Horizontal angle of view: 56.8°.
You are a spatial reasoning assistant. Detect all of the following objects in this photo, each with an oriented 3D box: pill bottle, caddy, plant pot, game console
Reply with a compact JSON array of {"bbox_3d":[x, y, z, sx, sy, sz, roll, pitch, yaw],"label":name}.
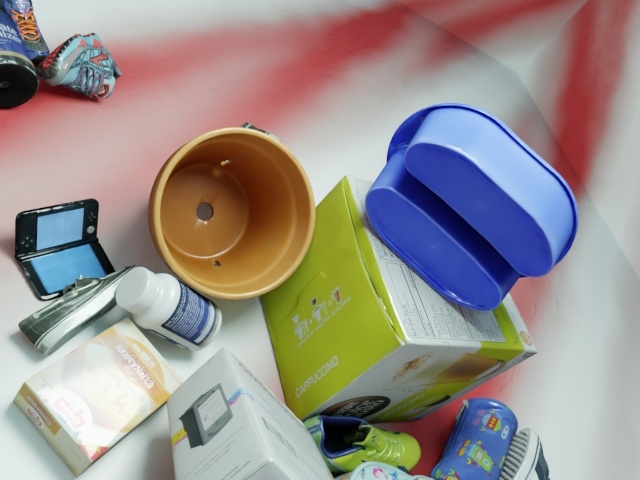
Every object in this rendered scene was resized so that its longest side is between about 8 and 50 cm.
[{"bbox_3d":[-0.623,-0.364,1.108,0.122,0.123,0.219,-9,61,-47],"label":"pill bottle"},{"bbox_3d":[0.240,-0.057,0.948,0.341,0.241,0.179,43,45,1],"label":"caddy"},{"bbox_3d":[-0.181,-0.050,1.079,0.290,0.203,0.291,-2,95,-29],"label":"plant pot"},{"bbox_3d":[-0.247,0.110,0.967,0.169,0.094,0.094,44,27,-47],"label":"pill bottle"},{"bbox_3d":[-0.413,0.010,0.975,0.085,0.124,0.144,30,29,28],"label":"game console"}]

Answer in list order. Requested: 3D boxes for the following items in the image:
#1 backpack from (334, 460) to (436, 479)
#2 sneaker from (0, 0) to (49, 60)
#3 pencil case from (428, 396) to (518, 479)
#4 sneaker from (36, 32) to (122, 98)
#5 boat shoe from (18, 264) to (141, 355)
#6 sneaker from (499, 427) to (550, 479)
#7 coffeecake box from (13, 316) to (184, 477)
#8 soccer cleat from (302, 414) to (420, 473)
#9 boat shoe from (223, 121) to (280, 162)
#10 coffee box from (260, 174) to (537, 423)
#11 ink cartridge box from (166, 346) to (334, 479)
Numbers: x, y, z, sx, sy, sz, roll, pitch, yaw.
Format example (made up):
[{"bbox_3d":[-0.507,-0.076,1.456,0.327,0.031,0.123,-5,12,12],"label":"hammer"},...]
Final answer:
[{"bbox_3d":[0.119,0.476,0.932,0.253,0.191,0.225,29,46,-11],"label":"backpack"},{"bbox_3d":[-0.627,-0.458,1.224,0.083,0.087,0.221,-20,69,-49],"label":"sneaker"},{"bbox_3d":[0.301,0.434,1.184,0.133,0.119,0.306,43,37,7],"label":"pencil case"},{"bbox_3d":[-0.475,-0.350,1.215,0.125,0.104,0.262,50,18,-19],"label":"sneaker"},{"bbox_3d":[-0.371,0.089,0.939,0.070,0.078,0.219,45,39,0],"label":"boat shoe"},{"bbox_3d":[0.398,0.532,1.179,0.127,0.126,0.321,39,48,2],"label":"sneaker"},{"bbox_3d":[-0.318,0.222,0.867,0.142,0.068,0.185,48,38,4],"label":"coffeecake box"},{"bbox_3d":[0.083,0.366,1.049,0.289,0.121,0.094,17,44,-31],"label":"soccer cleat"},{"bbox_3d":[-0.202,-0.177,1.339,0.119,0.121,0.335,30,29,1],"label":"boat shoe"},{"bbox_3d":[0.122,0.132,1.132,0.334,0.338,0.338,9,49,-35],"label":"coffee box"},{"bbox_3d":[-0.079,0.309,0.783,0.226,0.131,0.306,51,-7,-20],"label":"ink cartridge box"}]
